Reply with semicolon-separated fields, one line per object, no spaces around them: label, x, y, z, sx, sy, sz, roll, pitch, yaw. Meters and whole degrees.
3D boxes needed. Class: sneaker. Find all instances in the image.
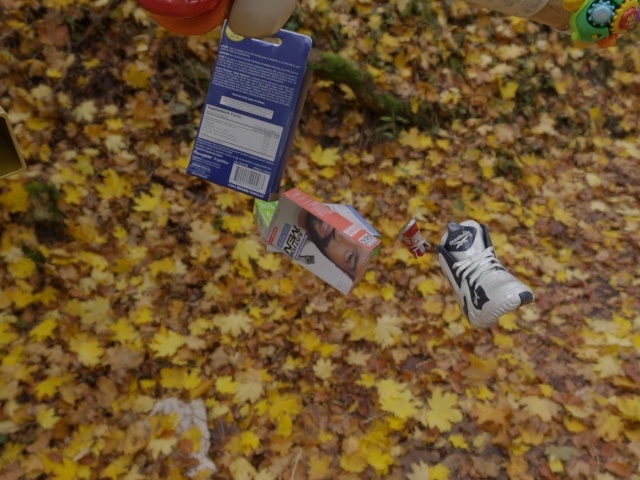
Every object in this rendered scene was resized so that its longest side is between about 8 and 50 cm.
sneaker;0.192;-0.002;1.230;0.042;0.118;0.067;-41;78;-7
sneaker;0.233;0.038;0.913;0.094;0.153;0.235;-26;-5;6

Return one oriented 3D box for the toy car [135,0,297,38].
toy car;-0.095;-0.241;0.472;0.159;0.182;0.136;37;53;1

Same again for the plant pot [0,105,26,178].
plant pot;-0.356;-0.110;0.602;0.081;0.081;0.083;-26;61;-25

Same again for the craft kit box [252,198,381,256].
craft kit box;-0.017;-0.033;1.385;0.246;0.061;0.250;6;17;-15

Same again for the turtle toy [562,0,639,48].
turtle toy;0.341;-0.277;0.696;0.130;0.095;0.066;-47;52;7

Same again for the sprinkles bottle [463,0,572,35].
sprinkles bottle;0.280;-0.398;0.896;0.355;0.121;0.121;5;22;-24

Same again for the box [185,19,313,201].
box;-0.095;-0.180;0.838;0.136;0.225;0.036;20;12;16

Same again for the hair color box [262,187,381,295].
hair color box;0.000;0.000;0.959;0.167;0.093;0.053;32;28;13
